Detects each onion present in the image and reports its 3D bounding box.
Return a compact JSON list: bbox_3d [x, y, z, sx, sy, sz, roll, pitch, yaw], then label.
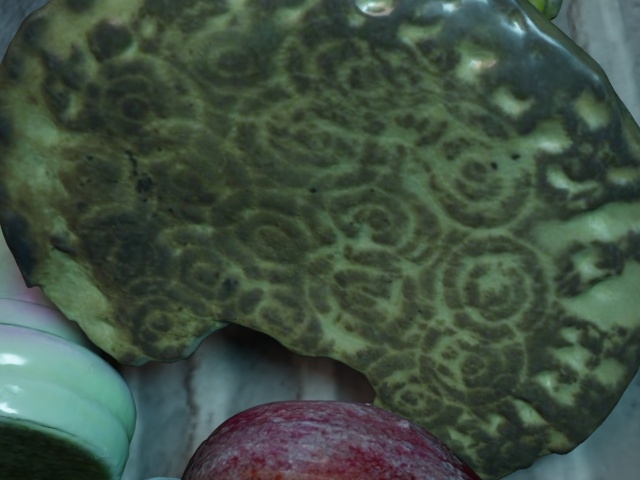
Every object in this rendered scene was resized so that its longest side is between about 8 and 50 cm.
[{"bbox_3d":[0.026,0.143,0.466,0.195,0.159,0.159,4,67,4],"label":"onion"}]

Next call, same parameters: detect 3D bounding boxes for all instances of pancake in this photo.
[{"bbox_3d":[0.000,0.000,0.489,0.288,0.286,0.033,-10,30,20],"label":"pancake"}]

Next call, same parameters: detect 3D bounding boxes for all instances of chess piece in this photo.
[{"bbox_3d":[-0.161,0.008,0.638,0.139,0.139,0.272,-13,50,18],"label":"chess piece"}]

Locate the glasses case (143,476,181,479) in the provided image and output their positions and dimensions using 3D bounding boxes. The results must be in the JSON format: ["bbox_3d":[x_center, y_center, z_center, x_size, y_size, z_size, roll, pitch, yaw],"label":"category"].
[{"bbox_3d":[-0.066,0.245,0.509,0.105,0.056,0.266,-22,59,12],"label":"glasses case"}]

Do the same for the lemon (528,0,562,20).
[{"bbox_3d":[0.003,-0.099,0.561,0.231,0.192,0.192,-1,66,21],"label":"lemon"}]
